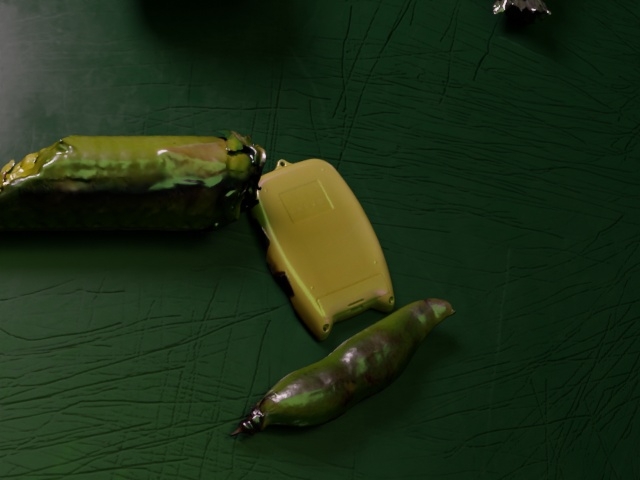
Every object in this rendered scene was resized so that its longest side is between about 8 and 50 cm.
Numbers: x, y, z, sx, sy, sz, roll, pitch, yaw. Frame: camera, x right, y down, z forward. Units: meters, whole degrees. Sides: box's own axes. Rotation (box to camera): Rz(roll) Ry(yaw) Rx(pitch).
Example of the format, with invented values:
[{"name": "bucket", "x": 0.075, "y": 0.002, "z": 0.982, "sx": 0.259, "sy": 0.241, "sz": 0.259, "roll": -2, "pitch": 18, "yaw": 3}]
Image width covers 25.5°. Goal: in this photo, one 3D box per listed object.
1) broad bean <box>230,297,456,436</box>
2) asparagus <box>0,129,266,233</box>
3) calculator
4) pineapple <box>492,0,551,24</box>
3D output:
[{"name": "broad bean", "x": 0.036, "y": 0.164, "z": 1.734, "sx": 0.339, "sy": 0.061, "sz": 0.077, "roll": -28, "pitch": 73, "yaw": -30}, {"name": "asparagus", "x": -0.252, "y": -0.068, "z": 1.659, "sx": 0.382, "sy": 0.128, "sz": 0.108, "roll": -2, "pitch": 36, "yaw": -24}, {"name": "calculator", "x": 0.000, "y": 0.000, "z": 1.795, "sx": 0.157, "sy": 0.033, "sz": 0.236, "roll": -22, "pitch": 80, "yaw": -28}, {"name": "pineapple", "x": 0.303, "y": -0.492, "z": 2.032, "sx": 0.202, "sy": 0.202, "sz": 0.362, "roll": 2, "pitch": 82, "yaw": -24}]
